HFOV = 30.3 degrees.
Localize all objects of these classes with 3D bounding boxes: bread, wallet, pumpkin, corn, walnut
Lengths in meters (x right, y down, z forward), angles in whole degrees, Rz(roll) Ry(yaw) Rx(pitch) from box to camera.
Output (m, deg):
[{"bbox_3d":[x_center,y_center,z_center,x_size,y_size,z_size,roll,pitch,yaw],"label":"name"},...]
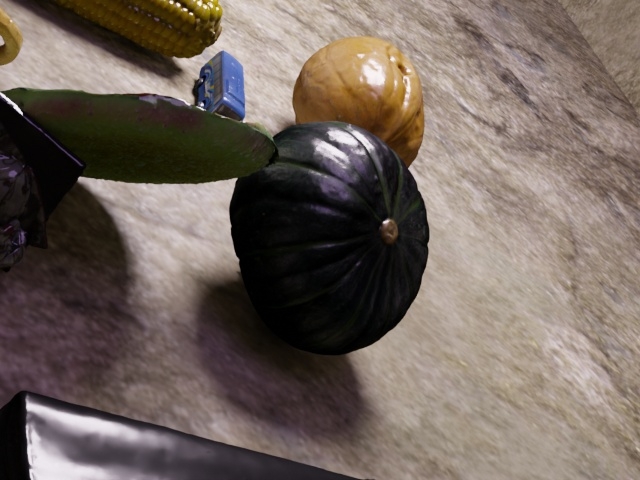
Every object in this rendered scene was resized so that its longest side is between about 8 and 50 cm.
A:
[{"bbox_3d":[-0.187,-0.089,1.110,0.301,0.301,0.045,11,80,-47],"label":"bread"},{"bbox_3d":[-0.063,0.256,0.942,0.406,0.062,0.228,22,33,-34],"label":"wallet"},{"bbox_3d":[0.000,0.000,1.267,0.250,0.216,0.250,33,47,-44],"label":"pumpkin"},{"bbox_3d":[-0.280,-0.336,1.486,0.363,0.120,0.120,26,30,-30],"label":"corn"},{"bbox_3d":[0.056,-0.175,1.624,0.195,0.195,0.222,31,25,-22],"label":"walnut"}]

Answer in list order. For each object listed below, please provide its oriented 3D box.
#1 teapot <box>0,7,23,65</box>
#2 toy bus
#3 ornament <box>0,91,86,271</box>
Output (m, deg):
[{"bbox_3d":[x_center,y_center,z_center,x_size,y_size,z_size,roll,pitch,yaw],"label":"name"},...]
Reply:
[{"bbox_3d":[-0.425,-0.262,1.146,0.311,0.167,0.203,41,47,-47],"label":"teapot"},{"bbox_3d":[-0.130,-0.189,1.532,0.051,0.061,0.153,35,24,-26],"label":"toy bus"},{"bbox_3d":[-0.314,-0.015,0.935,0.166,0.153,0.196,39,36,-6],"label":"ornament"}]
